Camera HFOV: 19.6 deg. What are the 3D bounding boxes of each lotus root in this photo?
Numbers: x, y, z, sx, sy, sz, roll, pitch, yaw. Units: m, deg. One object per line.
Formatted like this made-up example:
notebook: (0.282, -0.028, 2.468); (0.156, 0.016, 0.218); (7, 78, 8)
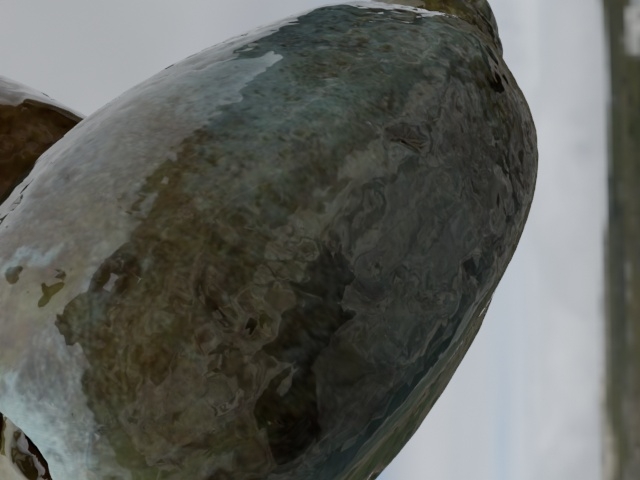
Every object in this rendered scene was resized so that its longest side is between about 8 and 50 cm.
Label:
lotus root: (0.000, 0.000, 0.641); (0.322, 0.140, 0.158); (-43, -43, -40)

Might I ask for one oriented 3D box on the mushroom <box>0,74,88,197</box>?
mushroom: (-0.191, 0.095, 0.834); (0.259, 0.346, 0.345); (11, -102, -74)
